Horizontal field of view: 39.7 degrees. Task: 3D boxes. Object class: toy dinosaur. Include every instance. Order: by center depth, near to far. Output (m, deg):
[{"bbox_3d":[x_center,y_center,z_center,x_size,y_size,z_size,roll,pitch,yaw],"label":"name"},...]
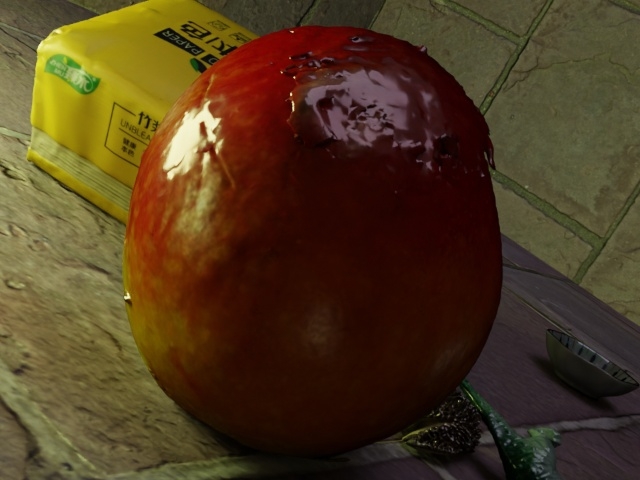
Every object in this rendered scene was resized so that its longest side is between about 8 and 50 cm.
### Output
[{"bbox_3d":[0.236,0.238,1.026,0.129,0.076,0.383,37,11,-36],"label":"toy dinosaur"}]

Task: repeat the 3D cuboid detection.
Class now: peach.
[{"bbox_3d":[0.000,0.000,0.778,0.370,0.370,0.370,29,13,-7],"label":"peach"}]

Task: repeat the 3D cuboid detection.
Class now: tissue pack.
[{"bbox_3d":[-0.134,-0.128,1.140,0.382,0.228,0.293,33,36,10],"label":"tissue pack"}]

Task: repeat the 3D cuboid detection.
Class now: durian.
[{"bbox_3d":[0.138,0.198,0.990,0.140,0.071,0.110,29,12,-32],"label":"durian"}]

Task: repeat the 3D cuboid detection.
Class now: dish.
[{"bbox_3d":[0.484,0.240,1.627,0.190,0.066,0.191,29,10,-5],"label":"dish"}]
